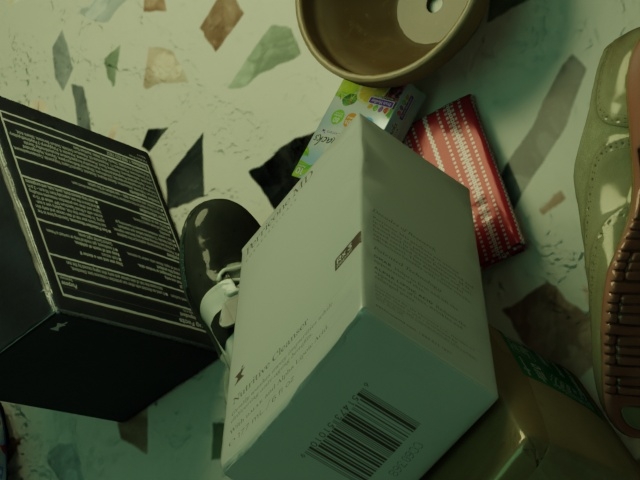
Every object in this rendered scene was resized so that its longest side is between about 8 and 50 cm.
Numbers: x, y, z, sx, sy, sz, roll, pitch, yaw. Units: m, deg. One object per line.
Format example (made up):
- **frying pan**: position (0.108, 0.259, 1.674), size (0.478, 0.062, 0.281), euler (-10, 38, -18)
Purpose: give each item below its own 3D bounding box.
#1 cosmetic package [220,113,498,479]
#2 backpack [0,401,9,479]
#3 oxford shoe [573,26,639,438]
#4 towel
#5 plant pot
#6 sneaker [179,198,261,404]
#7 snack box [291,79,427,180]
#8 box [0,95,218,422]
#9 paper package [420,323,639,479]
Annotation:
- **cosmetic package**: position (0.033, 0.071, 1.619), size (0.217, 0.156, 0.385), euler (-50, 20, 22)
- **backpack**: position (-0.515, 0.282, 2.104), size (0.263, 0.213, 0.276), euler (-24, 62, 17)
- **oxford shoe**: position (0.314, -0.011, 1.656), size (0.146, 0.140, 0.397), euler (-177, 95, -68)
- **towel**: position (0.080, -0.013, 1.857), size (0.275, 0.031, 0.199), euler (-30, 61, 24)
- **plant pot**: position (0.098, -0.270, 1.857), size (0.237, 0.110, 0.237), euler (-9, 74, 32)
- **sneaker**: position (-0.053, 0.098, 1.827), size (0.146, 0.122, 0.330), euler (-39, 67, 63)
- **snack box**: position (0.042, -0.115, 1.877), size (0.100, 0.037, 0.141), euler (19, 78, 48)
- **box**: position (-0.302, 0.028, 1.948), size (0.183, 0.296, 0.294), euler (-36, 60, 22)
- **paper package**: position (0.132, 0.259, 1.575), size (0.309, 0.168, 0.325), euler (-55, 17, 10)
